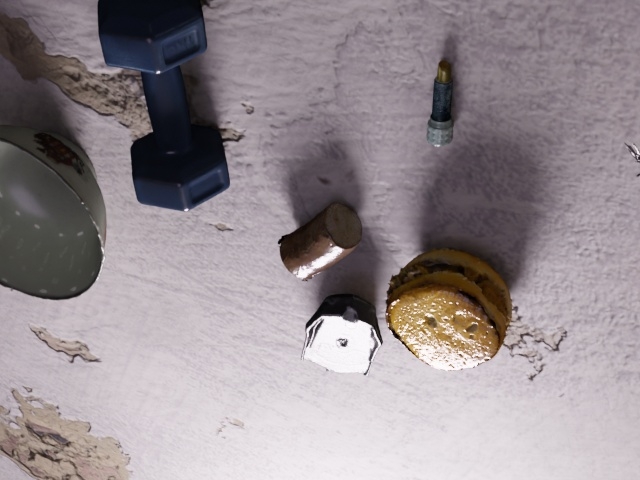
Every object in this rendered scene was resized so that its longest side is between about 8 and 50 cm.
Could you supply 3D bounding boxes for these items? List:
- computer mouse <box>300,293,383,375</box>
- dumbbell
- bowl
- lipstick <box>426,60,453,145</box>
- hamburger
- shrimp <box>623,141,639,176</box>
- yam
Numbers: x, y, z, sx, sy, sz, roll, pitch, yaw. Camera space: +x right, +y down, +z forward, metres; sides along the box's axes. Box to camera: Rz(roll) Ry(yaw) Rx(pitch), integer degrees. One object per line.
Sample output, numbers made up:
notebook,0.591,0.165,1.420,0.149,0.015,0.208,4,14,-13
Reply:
computer mouse,0.038,0.148,1.777,0.126,0.071,0.231,11,145,1
dumbbell,-0.217,-0.200,1.540,0.144,0.160,0.325,-9,132,-3
bowl,-0.466,-0.078,1.780,0.337,0.157,0.337,15,134,15
lipstick,0.160,-0.180,1.430,0.037,0.037,0.116,15,131,17
hamburger,0.185,0.098,1.612,0.191,0.118,0.182,-2,125,26
shrimp,0.433,-0.064,1.362,0.165,0.065,0.056,36,160,-5
yam,0.000,0.003,1.655,0.084,0.084,0.127,43,139,-13
